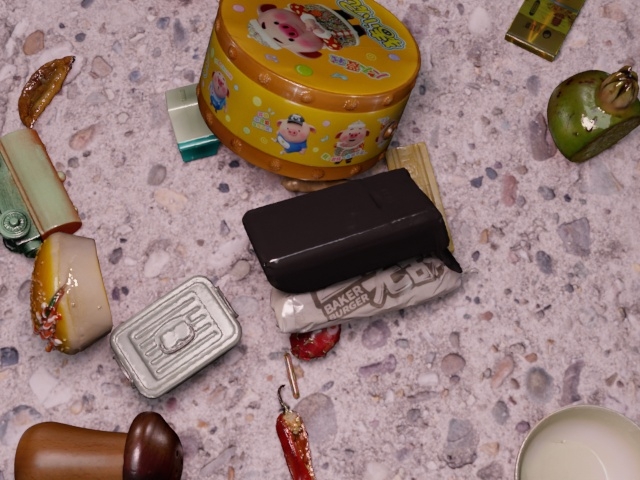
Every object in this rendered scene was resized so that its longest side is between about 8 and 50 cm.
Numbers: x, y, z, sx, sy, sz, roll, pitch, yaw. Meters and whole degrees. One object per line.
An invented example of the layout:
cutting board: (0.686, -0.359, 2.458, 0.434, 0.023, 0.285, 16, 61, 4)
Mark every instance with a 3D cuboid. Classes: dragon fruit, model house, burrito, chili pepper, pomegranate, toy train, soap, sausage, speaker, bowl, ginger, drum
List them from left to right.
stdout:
toy train: (-0.615, -0.105, 1.901, 0.177, 0.116, 0.285, -25, 74, -19)
model house: (-0.262, -0.243, 1.927, 0.100, 0.149, 0.127, -13, 31, -5)
sausage: (-0.058, 0.270, 1.831, 0.015, 0.015, 0.100, -13, 74, -3)
chili pepper: (-0.046, 0.411, 1.776, 0.050, 0.059, 0.268, -27, 75, 33)
ginger: (-0.027, -0.150, 1.885, 0.147, 0.081, 0.333, -18, 39, -36)
drum: (-0.023, -0.328, 1.807, 0.431, 0.214, 0.431, 11, 43, -10)
dragon fruit: (0.013, 0.160, 1.825, 0.094, 0.094, 0.190, 39, 71, 11)
speaker: (0.066, 0.008, 1.724, 0.388, 0.184, 0.180, -16, 38, -10)
burrito: (0.105, 0.088, 1.801, 0.445, 0.101, 0.139, -11, 39, -20)
soap: (0.206, -0.081, 1.920, 0.092, 0.037, 0.252, -13, 74, -2)
bowl: (0.489, 0.452, 1.708, 0.277, 0.145, 0.277, 0, 73, -1)
pomegranate: (0.550, -0.273, 1.868, 0.189, 0.241, 0.159, -31, 77, 9)

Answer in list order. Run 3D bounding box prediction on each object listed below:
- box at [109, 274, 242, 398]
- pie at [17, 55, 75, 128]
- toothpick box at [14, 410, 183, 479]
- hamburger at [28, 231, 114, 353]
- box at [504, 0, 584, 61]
box: (-0.277, 0.197, 1.793, 0.243, 0.135, 0.163, -35, 78, -10)
pie: (-0.610, -0.333, 2.001, 0.088, 0.033, 0.191, 24, 76, 23)
toothpick box: (-0.407, 0.415, 1.706, 0.294, 0.192, 0.192, -1, 74, 5)
hamburger: (-0.484, 0.101, 1.742, 0.151, 0.295, 0.227, -9, 80, -14)
box: (0.508, -0.506, 2.045, 0.121, 0.030, 0.193, 28, 75, 8)
